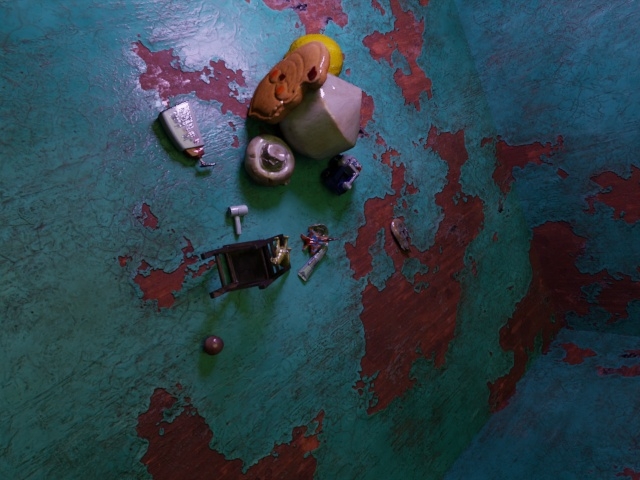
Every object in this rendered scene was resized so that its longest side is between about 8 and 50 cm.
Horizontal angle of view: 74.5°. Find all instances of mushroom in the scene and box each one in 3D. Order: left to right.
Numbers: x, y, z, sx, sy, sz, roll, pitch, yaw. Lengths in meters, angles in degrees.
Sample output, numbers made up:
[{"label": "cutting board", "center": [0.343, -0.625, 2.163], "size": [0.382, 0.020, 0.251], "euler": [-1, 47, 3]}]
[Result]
[{"label": "mushroom", "center": [-0.223, -0.361, 1.923], "size": [0.255, 0.184, 0.254], "euler": [14, 65, -31]}]

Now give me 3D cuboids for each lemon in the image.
[{"label": "lemon", "center": [-0.031, -0.875, 2.052], "size": [0.320, 0.245, 0.245], "euler": [-10, 92, -26]}]

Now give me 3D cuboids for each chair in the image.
[{"label": "chair", "center": [-0.307, 0.097, 1.842], "size": [0.241, 0.416, 0.203], "euler": [-13, 94, 11]}]

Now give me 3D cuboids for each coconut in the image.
[{"label": "coconut", "center": [0.019, -0.580, 1.957], "size": [0.415, 0.415, 0.344], "euler": [46, 31, -22]}]

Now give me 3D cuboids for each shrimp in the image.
[{"label": "shrimp", "center": [0.479, -0.030, 2.448], "size": [0.126, 0.047, 0.223], "euler": [-43, 108, -39]}]

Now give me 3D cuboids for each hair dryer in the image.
[{"label": "hair dryer", "center": [-0.366, -0.087, 1.887], "size": [0.082, 0.047, 0.137], "euler": [-9, 97, -35]}]

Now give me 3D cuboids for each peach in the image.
[{"label": "peach", "center": [-0.449, 0.442, 1.766], "size": [0.083, 0.083, 0.083], "euler": [3, 85, -34]}]

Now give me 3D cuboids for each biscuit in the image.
[{"label": "biscuit", "center": [-0.150, -0.696, 1.859], "size": [0.078, 0.455, 0.349], "euler": [36, 29, -39]}]

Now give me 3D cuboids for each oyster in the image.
[{"label": "oyster", "center": [-0.007, -0.046, 2.134], "size": [0.098, 0.037, 0.100], "euler": [-20, 120, -14]}]

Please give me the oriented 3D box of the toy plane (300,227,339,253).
[{"label": "toy plane", "center": [-0.001, 0.000, 2.097], "size": [0.189, 0.061, 0.130], "euler": [-6, 90, -16]}]

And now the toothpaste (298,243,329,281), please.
[{"label": "toothpaste", "center": [-0.028, 0.099, 2.102], "size": [0.060, 0.038, 0.233], "euler": [46, 66, -18]}]

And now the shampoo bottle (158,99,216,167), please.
[{"label": "shampoo bottle", "center": [-0.550, -0.429, 1.776], "size": [0.153, 0.071, 0.284], "euler": [-36, 108, -33]}]

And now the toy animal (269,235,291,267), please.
[{"label": "toy animal", "center": [-0.166, 0.073, 1.813], "size": [0.073, 0.181, 0.136], "euler": [1, 65, 4]}]

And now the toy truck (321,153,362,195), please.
[{"label": "toy truck", "center": [0.125, -0.343, 2.154], "size": [0.161, 0.177, 0.213], "euler": [43, 66, -22]}]
